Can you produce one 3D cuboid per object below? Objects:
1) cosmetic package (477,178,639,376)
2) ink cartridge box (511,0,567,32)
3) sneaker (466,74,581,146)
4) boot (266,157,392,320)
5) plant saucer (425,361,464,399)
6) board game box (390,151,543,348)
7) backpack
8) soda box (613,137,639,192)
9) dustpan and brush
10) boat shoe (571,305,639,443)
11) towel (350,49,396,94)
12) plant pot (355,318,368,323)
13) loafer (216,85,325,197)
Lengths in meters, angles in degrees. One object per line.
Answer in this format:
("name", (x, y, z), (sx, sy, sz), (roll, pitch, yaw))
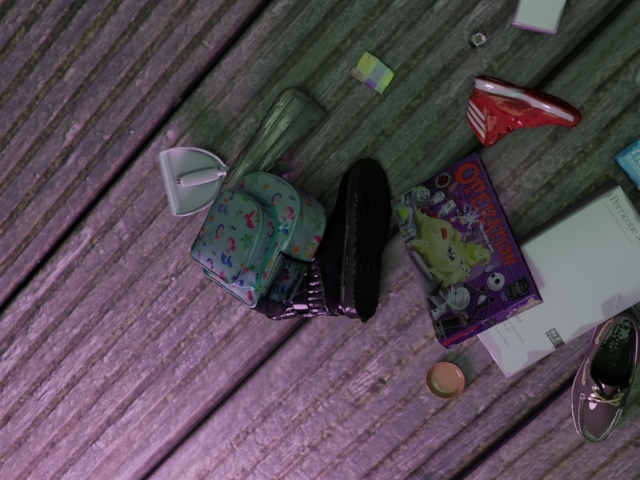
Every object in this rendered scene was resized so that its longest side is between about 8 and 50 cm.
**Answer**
("cosmetic package", (0.473, 0.072, 1.803), (0.385, 0.156, 0.217), (-36, 88, 18))
("ink cartridge box", (0.428, -0.493, 1.713), (0.086, 0.153, 0.208), (17, 105, 9))
("sneaker", (0.393, -0.235, 1.816), (0.221, 0.087, 0.128), (25, 114, 20))
("boot", (-0.003, 0.000, 1.921), (0.260, 0.131, 0.348), (1, 77, 37))
("plant saucer", (0.267, 0.298, 1.967), (0.083, 0.015, 0.083), (3, 101, 14))
("board game box", (0.274, 0.015, 1.787), (0.208, 0.056, 0.347), (-28, 54, 16))
("backpack", (-0.118, -0.007, 1.813), (0.225, 0.191, 0.253), (32, 91, 44))
("soda box", (0.653, -0.095, 1.758), (0.071, 0.067, 0.210), (-37, 79, 17))
("dustpan and brush", (-0.230, -0.143, 1.979), (0.211, 0.060, 0.147), (-14, 97, -13))
("boat shoe", (0.574, 0.274, 1.849), (0.109, 0.091, 0.305), (13, 103, 11))
("towel", (0.108, -0.346, 1.890), (0.083, 0.009, 0.060), (36, 105, 4))
("plant pot", (0.062, 0.132, 1.960), (0.079, 0.083, 0.083), (4, 101, 26))
("loafer", (-0.110, -0.167, 1.912), (0.111, 0.112, 0.319), (34, 99, -12))
